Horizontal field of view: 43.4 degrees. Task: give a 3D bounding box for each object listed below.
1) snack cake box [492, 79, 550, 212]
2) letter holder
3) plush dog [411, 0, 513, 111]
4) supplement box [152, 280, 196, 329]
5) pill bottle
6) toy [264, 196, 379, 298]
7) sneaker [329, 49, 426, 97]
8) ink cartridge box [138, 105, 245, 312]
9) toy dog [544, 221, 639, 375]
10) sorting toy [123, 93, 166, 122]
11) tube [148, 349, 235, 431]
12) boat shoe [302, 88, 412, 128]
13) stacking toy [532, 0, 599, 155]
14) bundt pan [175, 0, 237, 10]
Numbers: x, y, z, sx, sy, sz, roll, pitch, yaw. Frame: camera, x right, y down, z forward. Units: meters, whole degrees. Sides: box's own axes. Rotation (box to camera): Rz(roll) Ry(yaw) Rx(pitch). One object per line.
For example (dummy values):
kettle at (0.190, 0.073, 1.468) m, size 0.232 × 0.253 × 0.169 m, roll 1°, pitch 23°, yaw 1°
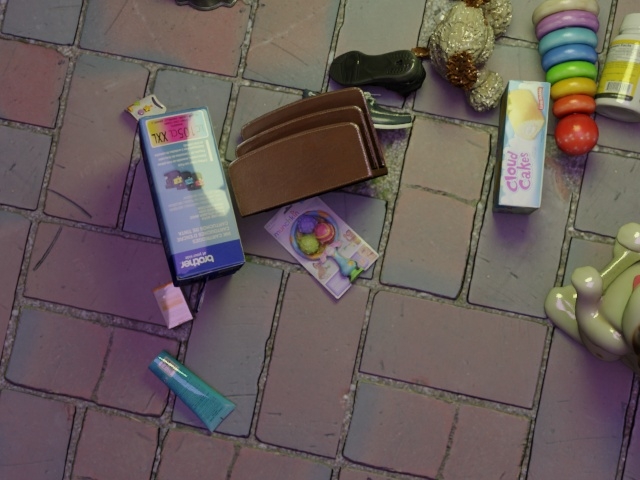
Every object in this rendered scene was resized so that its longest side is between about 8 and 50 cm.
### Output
snack cake box at (0.426, -0.194, 1.720) m, size 0.089 × 0.152 × 0.264 m, roll 5°, pitch 86°, yaw 5°
letter holder at (-0.040, -0.196, 1.710) m, size 0.301 × 0.152 × 0.215 m, roll -16°, pitch 92°, yaw 19°
plush dog at (0.300, -0.424, 1.706) m, size 0.210 × 0.225 × 0.263 m, roll 8°, pitch 87°, yaw 5°
supplement box at (-0.330, 0.145, 1.818) m, size 0.062 × 0.036 × 0.098 m, roll -23°, pitch 84°, yaw 2°
pill bottle at (0.671, -0.370, 1.727) m, size 0.119 × 0.119 × 0.209 m, roll 18°, pitch 88°, yaw 6°
toy at (0.000, 0.000, 1.791) m, size 0.237 × 0.056 × 0.137 m, roll 44°, pitch 89°, yaw 6°
sneaker at (0.134, -0.367, 1.793) m, size 0.227 × 0.130 × 0.087 m, roll 3°, pitch 77°, yaw 33°
ink cartridge box at (-0.268, -0.051, 1.696) m, size 0.151 × 0.270 × 0.396 m, roll -15°, pitch 86°, yaw -13°
toy dog at (0.649, 0.163, 1.551) m, size 0.284 × 0.408 × 0.395 m, roll -31°, pitch 84°, yaw 3°
sorting toy at (-0.399, -0.300, 1.855) m, size 0.075 × 0.045 × 0.083 m, roll -42°, pitch 84°, yaw -18°
tube at (-0.293, 0.332, 1.801) m, size 0.207 × 0.052 × 0.080 m, roll 42°, pitch 95°, yaw 1°
boat shoe at (0.080, -0.292, 1.786) m, size 0.254 × 0.095 × 0.079 m, roll 8°, pitch 98°, yaw 14°
stacking toy at (0.530, -0.343, 1.707) m, size 0.141 × 0.141 × 0.330 m, roll -2°, pitch 79°, yaw 5°
bundt pan at (-0.263, -0.701, 1.822) m, size 0.330 × 0.124 × 0.331 m, roll 0°, pitch 87°, yaw 4°
